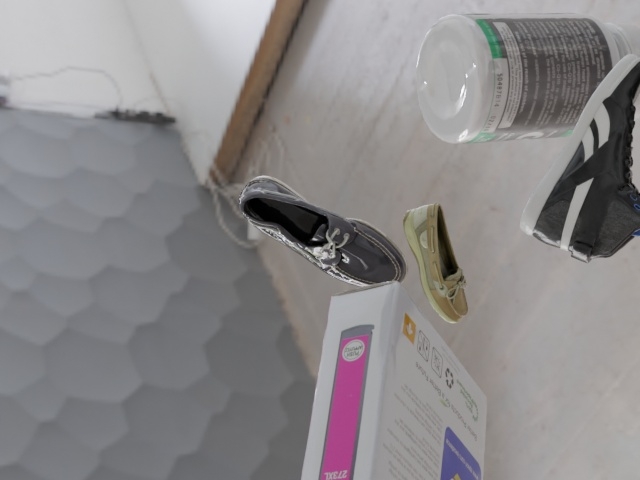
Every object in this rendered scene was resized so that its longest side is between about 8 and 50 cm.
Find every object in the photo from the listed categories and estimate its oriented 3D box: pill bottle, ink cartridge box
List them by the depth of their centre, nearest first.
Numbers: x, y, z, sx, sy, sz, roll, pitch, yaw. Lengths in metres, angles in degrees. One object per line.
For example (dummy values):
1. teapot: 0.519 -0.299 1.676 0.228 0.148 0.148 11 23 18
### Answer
1. ink cartridge box: 0.049 0.226 0.727 0.069 0.176 0.371 -15 46 26
2. pill bottle: 0.356 -0.267 1.750 0.204 0.361 0.204 174 90 -66

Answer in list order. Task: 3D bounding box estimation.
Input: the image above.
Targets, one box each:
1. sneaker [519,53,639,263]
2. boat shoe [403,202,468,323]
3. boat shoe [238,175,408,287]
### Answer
1. sneaker: 0.310 -0.075 1.106 0.121 0.079 0.217 31 90 18
2. boat shoe: 0.151 0.029 1.314 0.048 0.056 0.153 -16 97 37
3. boat shoe: 0.000 0.000 1.176 0.075 0.206 0.065 -60 -1 16
